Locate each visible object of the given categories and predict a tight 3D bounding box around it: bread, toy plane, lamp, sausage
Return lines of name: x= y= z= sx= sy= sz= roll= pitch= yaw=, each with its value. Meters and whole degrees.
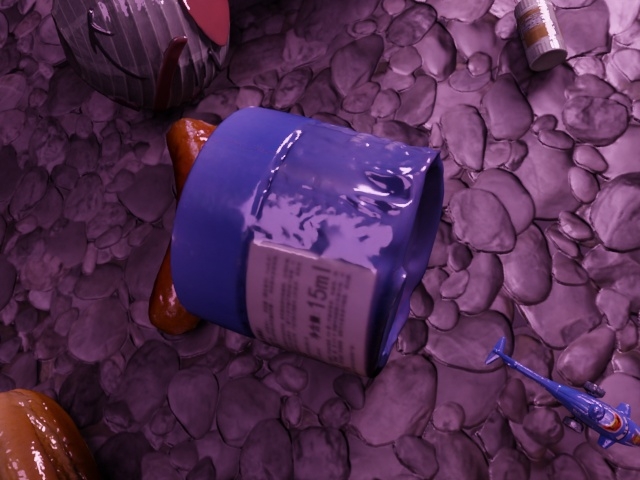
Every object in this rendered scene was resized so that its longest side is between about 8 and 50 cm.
bread: x=-0.335 y=0.288 z=0.739 sx=0.106 sy=0.140 sz=0.236 roll=-39 pitch=70 yaw=0
toy plane: x=0.253 y=0.159 z=0.639 sx=0.167 sy=0.062 sz=0.054 roll=31 pitch=86 yaw=33
lamp: x=-0.229 y=-0.290 z=0.820 sx=0.233 sy=0.265 sz=0.233 roll=-2 pitch=95 yaw=-18
sausage: x=-0.166 y=-0.028 z=0.813 sx=0.102 sy=0.076 sz=0.302 roll=-8 pitch=71 yaw=23

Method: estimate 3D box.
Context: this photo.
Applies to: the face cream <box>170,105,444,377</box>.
face cream: x=0.000 y=0.000 z=0.663 sx=0.225 sy=0.249 sz=0.249 roll=18 pitch=80 yaw=16

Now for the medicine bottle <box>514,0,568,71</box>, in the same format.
medicine bottle: x=0.270 y=-0.257 z=0.759 sx=0.047 sy=0.047 sz=0.083 roll=-14 pitch=72 yaw=13
